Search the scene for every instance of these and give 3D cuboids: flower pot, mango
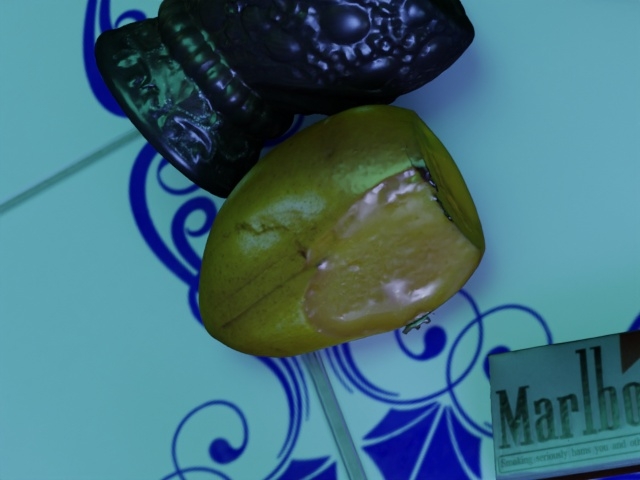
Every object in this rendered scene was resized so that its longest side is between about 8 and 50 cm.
[{"bbox_3d":[-0.042,-0.189,1.652,0.267,0.266,0.266,-41,56,15],"label":"flower pot"},{"bbox_3d":[0.000,0.000,1.587,0.257,0.187,0.138,-23,24,17],"label":"mango"}]

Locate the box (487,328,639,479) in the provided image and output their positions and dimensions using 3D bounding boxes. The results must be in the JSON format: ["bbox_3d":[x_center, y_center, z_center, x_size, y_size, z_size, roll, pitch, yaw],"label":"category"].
[{"bbox_3d":[0.222,0.132,1.495,0.177,0.036,0.115,-12,61,20],"label":"box"}]
